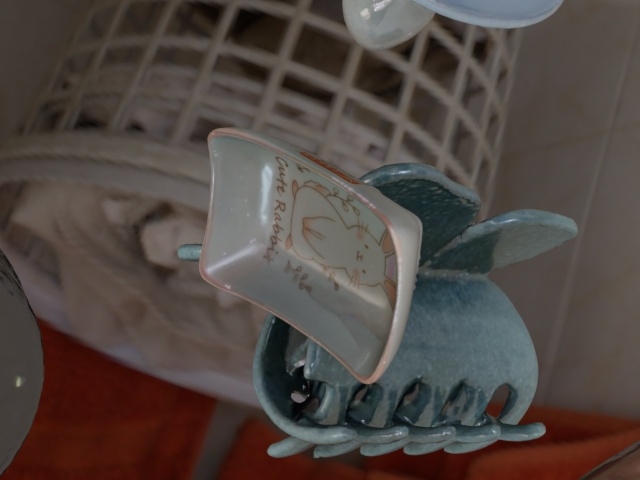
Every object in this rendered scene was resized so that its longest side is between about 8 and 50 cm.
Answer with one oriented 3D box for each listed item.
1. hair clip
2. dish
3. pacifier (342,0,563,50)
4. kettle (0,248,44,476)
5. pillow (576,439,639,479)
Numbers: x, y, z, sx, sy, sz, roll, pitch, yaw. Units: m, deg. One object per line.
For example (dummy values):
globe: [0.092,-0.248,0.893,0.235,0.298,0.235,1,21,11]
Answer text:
hair clip: [0.076,0.094,1.519,0.318,0.238,0.392,6,164,-37]
dish: [0.000,0.000,1.212,0.212,0.077,0.151,30,127,34]
pacifier: [0.066,-0.245,1.190,0.227,0.279,0.207,4,141,-21]
kettle: [-0.355,0.051,0.963,0.228,0.321,0.324,35,-173,-37]
pillow: [0.152,0.129,0.653,0.084,0.236,0.223,54,169,15]
